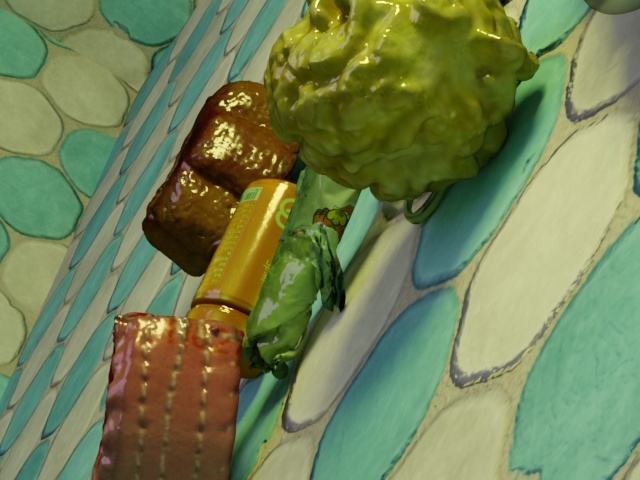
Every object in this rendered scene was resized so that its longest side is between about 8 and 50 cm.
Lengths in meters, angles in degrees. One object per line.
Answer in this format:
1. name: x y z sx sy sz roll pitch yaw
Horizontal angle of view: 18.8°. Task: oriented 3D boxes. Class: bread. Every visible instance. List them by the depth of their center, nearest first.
1. bread: -0.114 -0.067 2.314 0.232 0.135 0.246 -48 16 57

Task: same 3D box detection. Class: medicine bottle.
1. medicine bottle: -0.067 0.037 1.977 0.096 0.096 0.192 -38 24 59

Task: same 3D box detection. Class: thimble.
1. thimble: -0.144 0.165 1.815 0.163 0.125 0.189 146 132 -80

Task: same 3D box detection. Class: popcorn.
1. popcorn: 0.063 -0.150 1.618 0.235 0.181 0.216 -29 47 33

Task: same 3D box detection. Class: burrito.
1. burrito: 0.000 0.000 1.809 0.104 0.054 0.288 34 105 57

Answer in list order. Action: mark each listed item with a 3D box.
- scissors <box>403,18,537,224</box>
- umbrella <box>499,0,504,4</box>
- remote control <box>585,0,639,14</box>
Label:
1. scissors: 0.119 -0.113 1.700 0.187 0.020 0.133 -49 38 25
2. umbrella: 0.151 -0.289 1.890 0.094 0.090 0.326 -36 27 55
3. remote control: 0.280 -0.305 1.359 0.332 0.103 0.221 -61 -3 2
